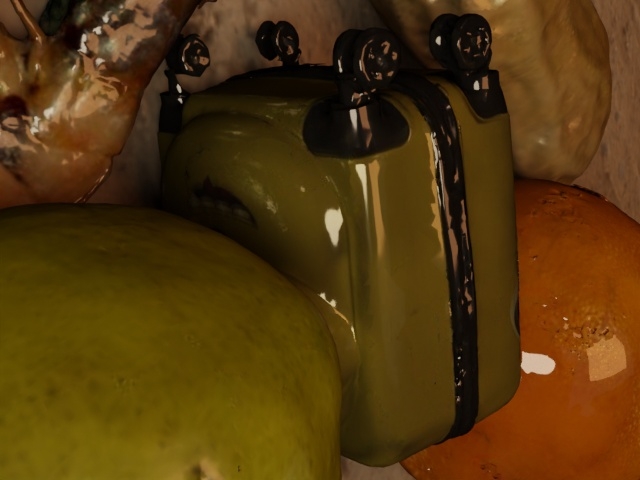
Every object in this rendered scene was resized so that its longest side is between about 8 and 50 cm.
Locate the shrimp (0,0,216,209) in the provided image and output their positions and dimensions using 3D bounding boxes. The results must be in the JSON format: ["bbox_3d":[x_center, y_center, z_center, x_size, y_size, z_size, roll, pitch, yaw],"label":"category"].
[{"bbox_3d":[-0.135,-0.142,0.514,0.178,0.075,0.289,38,82,-41],"label":"shrimp"}]

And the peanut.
[{"bbox_3d":[0.121,-0.153,0.731,0.149,0.149,0.313,-61,140,-21],"label":"peanut"}]

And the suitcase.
[{"bbox_3d":[0.000,0.000,0.583,0.143,0.194,0.235,-19,109,-39],"label":"suitcase"}]

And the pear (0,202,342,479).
[{"bbox_3d":[-0.128,0.124,0.426,0.307,0.253,0.253,-52,130,-27],"label":"pear"}]

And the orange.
[{"bbox_3d":[0.140,0.075,0.732,0.240,0.240,0.240,-10,104,-46],"label":"orange"}]
